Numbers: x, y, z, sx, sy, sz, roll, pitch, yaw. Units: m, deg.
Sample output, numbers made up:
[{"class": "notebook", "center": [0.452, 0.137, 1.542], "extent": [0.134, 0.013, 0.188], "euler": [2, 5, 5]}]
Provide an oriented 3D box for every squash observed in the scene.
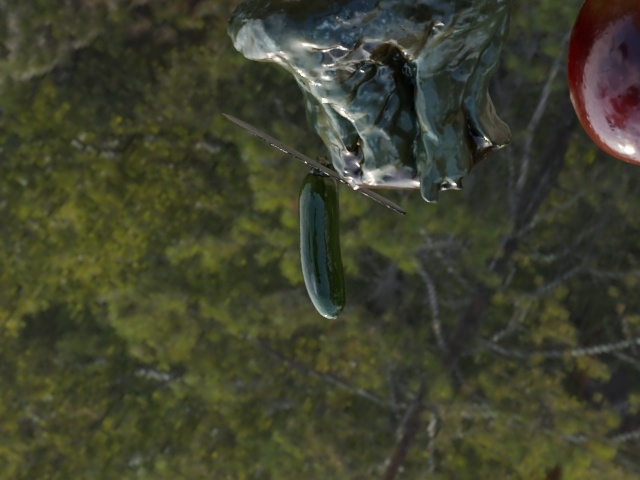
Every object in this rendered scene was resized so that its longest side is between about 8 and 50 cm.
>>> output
[{"class": "squash", "center": [0.000, 0.000, 2.022], "extent": [0.069, 0.069, 0.258], "euler": [5, 106, 39]}]

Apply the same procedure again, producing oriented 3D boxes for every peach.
[{"class": "peach", "center": [0.363, -0.193, 1.415], "extent": [0.199, 0.243, 0.243], "euler": [-11, 156, -16]}]

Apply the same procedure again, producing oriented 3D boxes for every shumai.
[{"class": "shumai", "center": [0.097, -0.216, 1.698], "extent": [0.324, 0.397, 0.323], "euler": [-142, 35, -67]}]

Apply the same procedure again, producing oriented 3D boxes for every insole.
[{"class": "insole", "center": [-0.006, -0.106, 1.821], "extent": [0.322, 0.007, 0.109], "euler": [26, -172, -30]}]
